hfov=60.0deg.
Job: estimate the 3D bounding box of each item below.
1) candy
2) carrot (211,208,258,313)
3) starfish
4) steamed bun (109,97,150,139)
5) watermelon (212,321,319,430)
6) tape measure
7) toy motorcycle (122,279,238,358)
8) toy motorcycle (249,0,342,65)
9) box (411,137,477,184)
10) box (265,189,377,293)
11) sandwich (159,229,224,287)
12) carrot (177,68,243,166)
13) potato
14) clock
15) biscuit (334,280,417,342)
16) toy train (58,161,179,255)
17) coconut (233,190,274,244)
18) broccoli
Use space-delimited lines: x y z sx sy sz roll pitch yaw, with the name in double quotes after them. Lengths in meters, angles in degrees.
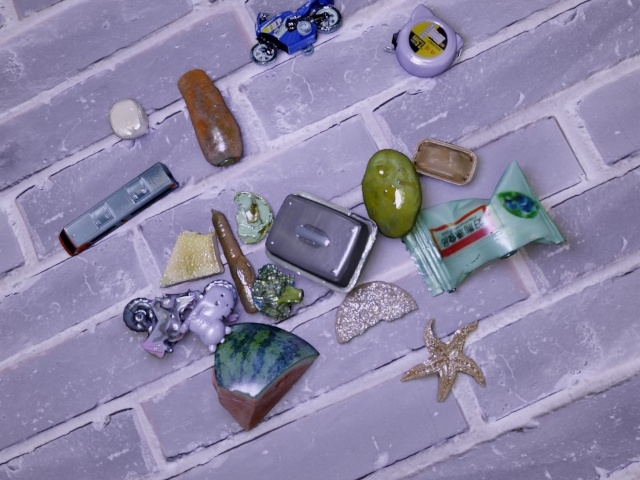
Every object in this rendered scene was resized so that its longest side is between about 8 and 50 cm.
0.428 -0.025 1.537 0.398 0.172 0.262 -28 71 23 "candy"
-0.250 0.054 1.636 0.070 0.070 0.342 -24 81 4 "carrot"
0.356 0.337 1.551 0.277 0.062 0.235 -38 87 -2 "starfish"
-0.586 -0.365 1.700 0.113 0.091 0.129 -25 79 -1 "steamed bun"
-0.147 0.384 1.534 0.251 0.283 0.292 -15 109 19 "watermelon"
0.302 -0.565 1.616 0.178 0.105 0.196 -43 83 -6 "tape measure"
-0.395 0.230 1.606 0.327 0.143 0.187 -13 91 -10 "toy motorcycle"
-0.087 -0.643 1.663 0.316 0.113 0.168 -29 73 -6 "toy motorcycle"
0.348 -0.220 1.572 0.177 0.111 0.111 18 87 8 "box"
0.000 0.000 1.536 0.291 0.166 0.220 24 89 21 "box"
-0.399 0.044 1.659 0.193 0.058 0.162 -16 81 7 "sandwich"
-0.327 -0.363 1.652 0.139 0.139 0.301 -29 82 3 "carrot"
0.203 -0.131 1.542 0.149 0.186 0.253 -5 88 -38 "potato"
-0.287 0.208 1.517 0.117 0.080 0.176 35 59 -3 "clock"
0.139 0.189 1.593 0.250 0.032 0.133 -25 81 5 "biscuit"
-0.625 -0.091 1.683 0.410 0.089 0.086 -33 87 2 "toy train"
-0.197 -0.064 1.644 0.133 0.055 0.157 5 87 6 "coconut"
-0.114 0.147 1.556 0.160 0.154 0.167 5 92 24 "broccoli"
